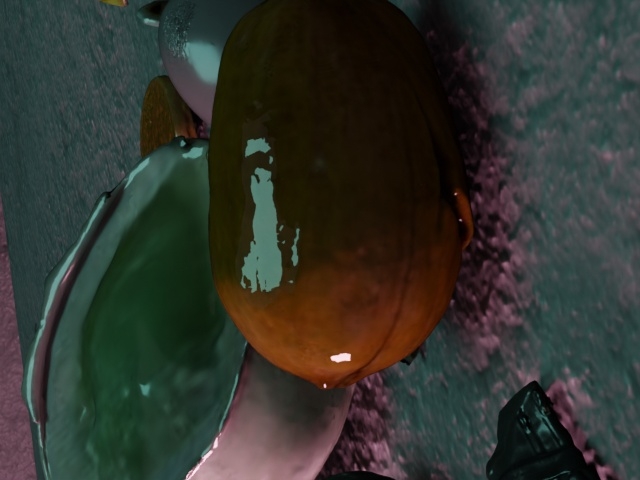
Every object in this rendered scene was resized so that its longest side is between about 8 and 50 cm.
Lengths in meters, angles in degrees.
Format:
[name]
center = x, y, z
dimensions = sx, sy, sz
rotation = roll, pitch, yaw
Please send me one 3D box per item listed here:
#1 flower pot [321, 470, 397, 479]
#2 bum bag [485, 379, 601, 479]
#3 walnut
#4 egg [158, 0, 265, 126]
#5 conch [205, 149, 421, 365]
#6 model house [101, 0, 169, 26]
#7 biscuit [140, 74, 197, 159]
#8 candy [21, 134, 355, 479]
[flower pot]
center = 0.040, 0.312, 1.213
dimensions = 0.189, 0.157, 0.243
rotation = 117, 139, -54
[bum bag]
center = 0.167, 0.186, 0.991
dimensions = 0.087, 0.049, 0.198
rotation = -56, 38, 25
[walnut]
center = 0.010, -0.059, 1.113
dimensions = 0.209, 0.209, 0.336
rotation = -176, 81, -69
[egg]
center = -0.046, -0.153, 1.261
dimensions = 0.198, 0.146, 0.146
rotation = 32, 141, 11
[conch]
center = -0.001, -0.010, 1.268
dimensions = 0.114, 0.233, 0.137
rotation = -59, -11, -71
[model house]
center = -0.214, -0.386, 1.426
dimensions = 0.340, 0.323, 0.300
rotation = -77, -11, -56
[biscuit]
center = -0.185, -0.065, 1.851
dimensions = 0.202, 0.044, 0.289
rotation = -147, 52, -65
[candy]
center = -0.135, 0.131, 1.463
dimensions = 0.427, 0.186, 0.386
rotation = -46, 52, 26
